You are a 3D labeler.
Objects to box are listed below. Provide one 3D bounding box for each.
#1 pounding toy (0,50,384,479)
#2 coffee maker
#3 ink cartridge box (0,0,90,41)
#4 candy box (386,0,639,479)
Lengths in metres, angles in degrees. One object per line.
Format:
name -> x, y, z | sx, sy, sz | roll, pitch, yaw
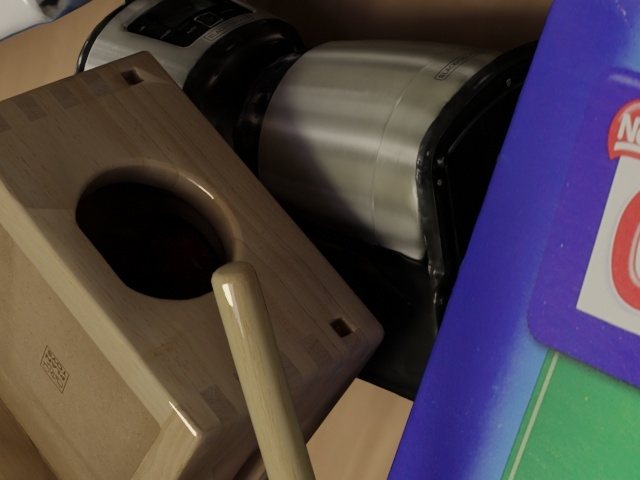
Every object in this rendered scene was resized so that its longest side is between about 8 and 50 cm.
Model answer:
pounding toy -> -0.031, 0.044, 0.543 | 0.206, 0.094, 0.181 | 49, 137, 16
coffee maker -> 0.000, 0.000, 0.634 | 0.178, 0.120, 0.171 | 15, 103, 39
ink cartridge box -> -0.246, -0.175, 0.693 | 0.395, 0.151, 0.270 | -17, 107, 41
candy box -> 0.152, 0.097, 0.484 | 0.268, 0.122, 0.317 | 30, 106, 42
